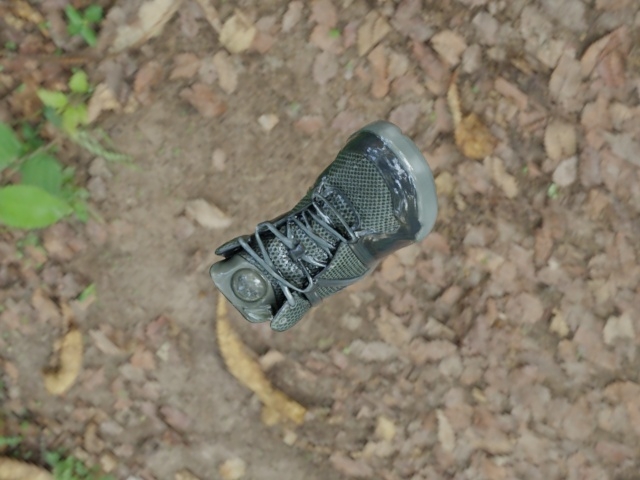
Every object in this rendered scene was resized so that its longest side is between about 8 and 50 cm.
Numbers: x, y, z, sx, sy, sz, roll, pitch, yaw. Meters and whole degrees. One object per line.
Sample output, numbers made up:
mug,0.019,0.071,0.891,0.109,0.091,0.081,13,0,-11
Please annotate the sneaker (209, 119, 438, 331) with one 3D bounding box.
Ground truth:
sneaker,0.000,0.000,0.845,0.087,0.130,0.227,53,155,5
